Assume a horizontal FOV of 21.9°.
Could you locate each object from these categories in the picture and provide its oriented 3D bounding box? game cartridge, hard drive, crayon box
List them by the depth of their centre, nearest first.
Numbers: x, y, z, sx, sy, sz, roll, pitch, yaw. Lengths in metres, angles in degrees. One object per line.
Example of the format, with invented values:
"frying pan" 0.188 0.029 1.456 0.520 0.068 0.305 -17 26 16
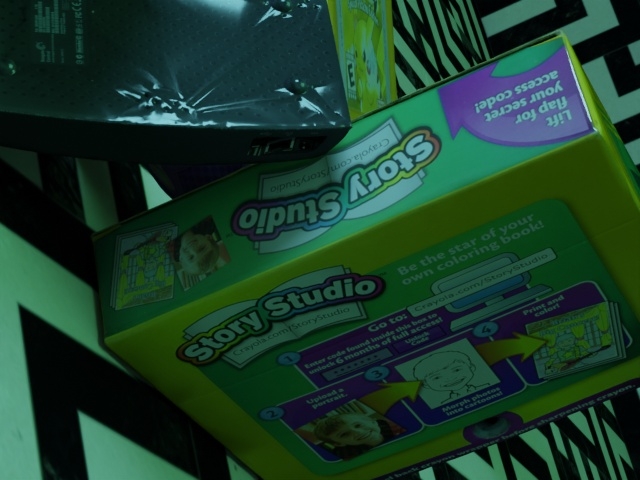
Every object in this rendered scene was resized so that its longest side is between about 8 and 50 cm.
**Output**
"hard drive" -0.116 -0.121 1.097 0.054 0.255 0.172 107 -20 -46
"crayon box" 0.070 0.041 1.205 0.313 0.363 0.106 50 22 -48
"game cartridge" 0.024 -0.244 1.678 0.285 0.053 0.323 3 85 -74

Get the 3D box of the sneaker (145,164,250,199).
"sneaker" -0.129 -0.102 1.211 0.236 0.095 0.104 50 19 20
